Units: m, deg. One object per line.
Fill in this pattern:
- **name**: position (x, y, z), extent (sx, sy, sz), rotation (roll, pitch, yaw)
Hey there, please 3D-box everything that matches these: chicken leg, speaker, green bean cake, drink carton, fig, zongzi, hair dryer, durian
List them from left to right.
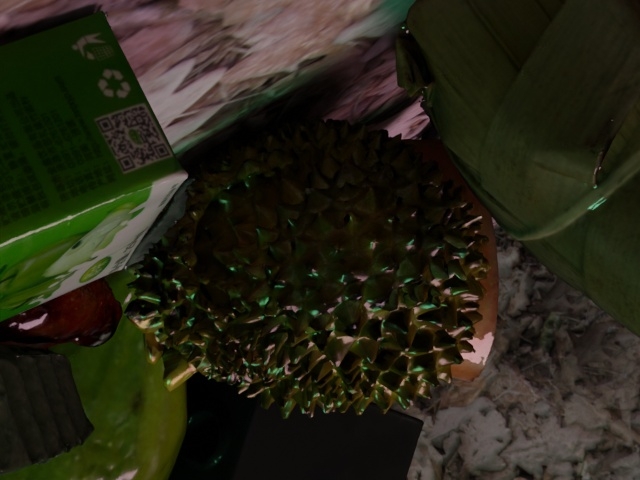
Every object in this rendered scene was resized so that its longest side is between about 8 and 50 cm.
- **drink carton**: position (-0.209, -0.006, 0.693), extent (0.271, 0.108, 0.161), rotation (-26, 170, -30)
- **green bean cake**: position (-0.256, 0.126, 0.860), extent (0.185, 0.094, 0.183), rotation (-15, 174, 8)
- **chicken leg**: position (-0.237, 0.033, 0.918), extent (0.157, 0.096, 0.407), rotation (-13, 173, 13)
- **fig**: position (-0.209, 0.154, 1.220), extent (0.314, 0.233, 0.233), rotation (-27, 174, 25)
- **speaker**: position (-0.075, 0.213, 1.384), extent (0.232, 0.184, 0.254), rotation (24, 172, -39)
- **durian**: position (-0.007, 0.016, 1.092), extent (0.292, 0.258, 0.258), rotation (0, 170, 0)
- **hair dryer**: position (0.103, -0.106, 1.492), extent (0.083, 0.031, 0.079), rotation (-20, 159, -13)
- **zongzi**: position (0.277, -0.010, 1.128), extent (0.218, 0.467, 0.500), rotation (-32, 172, 10)

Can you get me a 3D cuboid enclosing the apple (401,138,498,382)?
- **apple**: position (0.042, 0.037, 1.351), extent (0.163, 0.251, 0.293), rotation (-3, 161, -19)
